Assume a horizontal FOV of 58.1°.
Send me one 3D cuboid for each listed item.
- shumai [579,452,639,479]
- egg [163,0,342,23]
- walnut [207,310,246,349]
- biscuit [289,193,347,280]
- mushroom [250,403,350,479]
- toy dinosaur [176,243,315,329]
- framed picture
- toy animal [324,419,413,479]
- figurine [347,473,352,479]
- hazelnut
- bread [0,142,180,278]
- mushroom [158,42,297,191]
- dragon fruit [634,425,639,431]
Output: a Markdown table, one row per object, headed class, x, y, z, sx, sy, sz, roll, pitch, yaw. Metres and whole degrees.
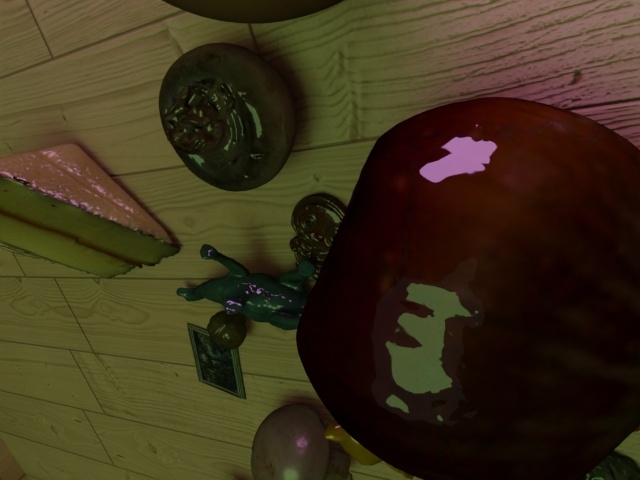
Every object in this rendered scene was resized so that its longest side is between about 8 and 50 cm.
| class | x | y | z | sx | sy | sz | roll | pitch | yaw |
| --- | --- | --- | --- | --- | --- | --- | --- | --- | --- |
| shumai | 0.441 | 0.392 | 0.906 | 0.124 | 0.087 | 0.098 | 23 | 130 | 21 |
| egg | -0.094 | -0.390 | 0.614 | 0.374 | 0.301 | 0.301 | 31 | 131 | 7 |
| walnut | -0.194 | 0.186 | 1.196 | 0.092 | 0.092 | 0.092 | 17 | 126 | 24 |
| biscuit | 0.000 | 0.000 | 0.987 | 0.124 | 0.026 | 0.175 | 27 | 130 | 17 |
| mushroom | -0.041 | 0.444 | 1.213 | 0.206 | 0.209 | 0.206 | 172 | 90 | -71 |
| toy dinosaur | -0.105 | 0.122 | 1.115 | 0.384 | 0.129 | 0.331 | 18 | 162 | -3 |
| framed picture | -0.243 | 0.283 | 1.338 | 0.142 | 0.011 | 0.183 | 14 | 125 | 26 |
| toy animal | 0.132 | 0.345 | 1.040 | 0.230 | 0.156 | 0.155 | 13 | 124 | 25 |
| figurine | 0.053 | 0.564 | 1.297 | 0.047 | 0.050 | 0.083 | -3 | 117 | 29 |
| hazelnut | 0.179 | 0.058 | 0.672 | 0.403 | 0.402 | 0.428 | 20 | 90 | 22 |
| bread | -0.569 | -0.016 | 1.230 | 0.404 | 0.242 | 0.346 | 51 | 135 | 0 |
| mushroom | -0.145 | -0.178 | 0.868 | 0.227 | 0.178 | 0.226 | 10 | 121 | 17 |
| dragon fruit | 0.399 | 0.175 | 0.766 | 0.166 | 0.160 | 0.172 | -43 | 108 | 7 |
